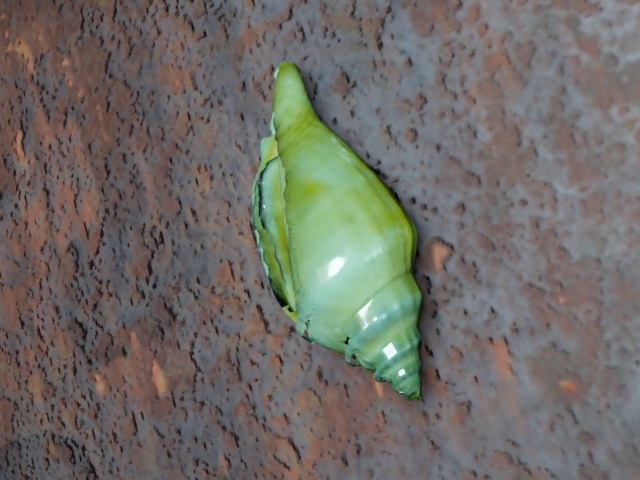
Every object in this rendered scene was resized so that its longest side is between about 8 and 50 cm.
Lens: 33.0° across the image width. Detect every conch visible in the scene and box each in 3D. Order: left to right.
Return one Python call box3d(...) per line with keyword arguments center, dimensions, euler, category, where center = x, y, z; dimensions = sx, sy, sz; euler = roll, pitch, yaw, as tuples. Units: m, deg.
box3d(center=(0.004, 0.001, 0.597), dimensions=(0.095, 0.079, 0.201), euler=(-56, 46, 34), category="conch")
